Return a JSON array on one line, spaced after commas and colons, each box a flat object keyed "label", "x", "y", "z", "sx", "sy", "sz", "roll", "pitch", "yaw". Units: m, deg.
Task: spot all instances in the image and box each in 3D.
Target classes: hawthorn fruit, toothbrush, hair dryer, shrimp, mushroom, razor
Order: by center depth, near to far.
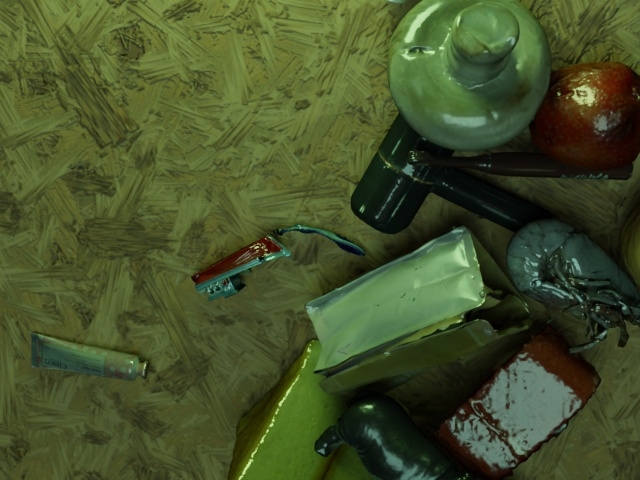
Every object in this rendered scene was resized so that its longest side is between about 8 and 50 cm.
[{"label": "mushroom", "x": 0.209, "y": -0.256, "z": 1.705, "sx": 0.244, "sy": 0.243, "sz": 0.243, "roll": 2, "pitch": 114, "yaw": 5}, {"label": "hawthorn fruit", "x": 0.397, "y": -0.187, "z": 1.772, "sx": 0.179, "sy": 0.173, "sz": 0.173, "roll": 33, "pitch": 120, "yaw": 34}, {"label": "toothbrush", "x": 0.300, "y": -0.113, "z": 1.813, "sx": 0.364, "sy": 0.041, "sz": 0.041, "roll": 1, "pitch": 116, "yaw": -17}, {"label": "shrimp", "x": 0.425, "y": 0.096, "z": 1.861, "sx": 0.343, "sy": 0.145, "sz": 0.116, "roll": 36, "pitch": 154, "yaw": -10}, {"label": "hair dryer", "x": 0.235, "y": -0.051, "z": 1.887, "sx": 0.352, "sy": 0.107, "sz": 0.189, "roll": 26, "pitch": 113, "yaw": -12}, {"label": "razor", "x": 0.000, "y": -0.005, "z": 1.964, "sx": 0.155, "sy": 0.044, "sz": 0.028, "roll": 14, "pitch": 89, "yaw": -3}]

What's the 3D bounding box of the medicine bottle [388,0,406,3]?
[{"label": "medicine bottle", "x": 0.114, "y": -0.392, "z": 1.765, "sx": 0.052, "sy": 0.052, "sz": 0.089, "roll": 14, "pitch": 114, "yaw": -1}]

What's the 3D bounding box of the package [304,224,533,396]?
[{"label": "package", "x": 0.149, "y": 0.154, "z": 1.894, "sx": 0.311, "sy": 0.165, "sz": 0.221, "roll": -26, "pitch": 122, "yaw": 23}]

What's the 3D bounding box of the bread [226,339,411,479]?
[{"label": "bread", "x": -0.015, "y": 0.387, "z": 1.960, "sx": 0.233, "sy": 0.361, "sz": 0.245, "roll": 37, "pitch": 114, "yaw": -10}]

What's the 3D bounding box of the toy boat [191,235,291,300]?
[{"label": "toy boat", "x": -0.127, "y": 0.047, "z": 1.976, "sx": 0.173, "sy": 0.069, "sz": 0.058, "roll": -27, "pitch": 94, "yaw": 17}]

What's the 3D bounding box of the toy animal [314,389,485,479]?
[{"label": "toy animal", "x": 0.159, "y": 0.376, "z": 1.906, "sx": 0.343, "sy": 0.106, "sz": 0.168, "roll": 34, "pitch": 110, "yaw": 10}]

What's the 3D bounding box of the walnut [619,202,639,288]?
[{"label": "walnut", "x": 0.556, "y": 0.023, "z": 1.828, "sx": 0.195, "sy": 0.195, "sz": 0.222, "roll": -41, "pitch": 103, "yaw": 20}]

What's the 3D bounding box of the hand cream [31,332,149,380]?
[{"label": "hand cream", "x": -0.398, "y": 0.205, "z": 2.094, "sx": 0.210, "sy": 0.043, "sz": 0.067, "roll": 8, "pitch": 115, "yaw": 8}]

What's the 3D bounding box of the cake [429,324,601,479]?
[{"label": "cake", "x": 0.314, "y": 0.265, "z": 1.966, "sx": 0.151, "sy": 0.177, "sz": 0.283, "roll": 42, "pitch": 106, "yaw": 3}]
